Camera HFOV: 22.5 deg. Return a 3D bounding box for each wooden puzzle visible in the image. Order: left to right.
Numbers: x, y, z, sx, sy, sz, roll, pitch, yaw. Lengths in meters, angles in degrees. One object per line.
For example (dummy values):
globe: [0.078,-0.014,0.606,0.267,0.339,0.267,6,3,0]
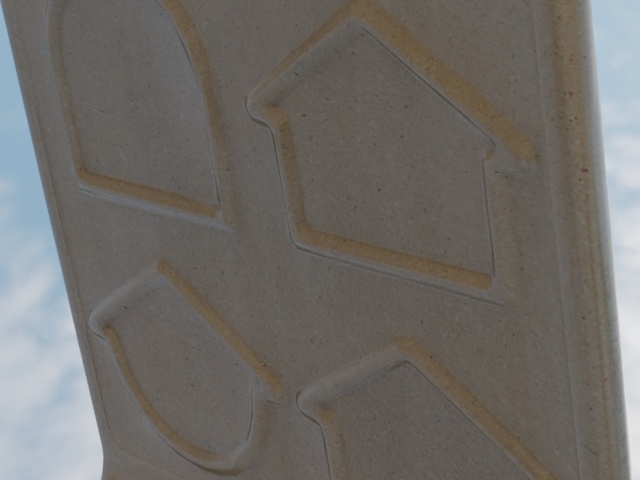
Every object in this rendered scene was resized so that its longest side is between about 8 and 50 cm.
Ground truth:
wooden puzzle: [0.000,0.000,0.641,0.080,0.348,0.322,-21,-156,-39]
